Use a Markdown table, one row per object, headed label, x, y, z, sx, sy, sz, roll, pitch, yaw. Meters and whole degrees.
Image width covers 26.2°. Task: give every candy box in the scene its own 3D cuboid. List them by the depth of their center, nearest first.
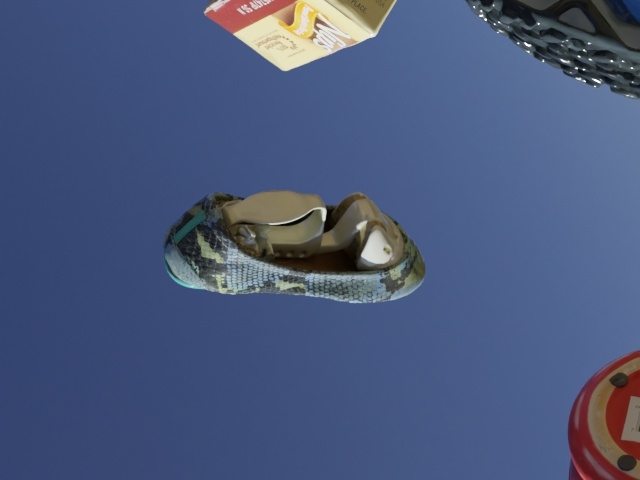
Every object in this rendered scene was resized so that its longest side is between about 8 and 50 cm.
| label | x | y | z | sx | sy | sz | roll | pitch | yaw |
| --- | --- | --- | --- | --- | --- | --- | --- | --- | --- |
| candy box | 0.050 | -0.285 | 1.006 | 0.087 | 0.316 | 0.183 | 34 | 168 | -18 |

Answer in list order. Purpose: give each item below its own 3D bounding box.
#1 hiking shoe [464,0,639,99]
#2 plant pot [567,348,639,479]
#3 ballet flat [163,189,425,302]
| label | x | y | z | sx | sy | sz | roll | pitch | yaw |
| --- | --- | --- | --- | --- | --- | --- | --- | --- | --- |
| hiking shoe | 0.235 | -0.158 | 0.880 | 0.304 | 0.132 | 0.113 | 20 | 177 | 23 |
| plant pot | 0.307 | 0.195 | 1.187 | 0.191 | 0.191 | 0.174 | -101 | -5 | -46 |
| ballet flat | 0.000 | 0.000 | 0.807 | 0.188 | 0.070 | 0.070 | -2 | -124 | -38 |
